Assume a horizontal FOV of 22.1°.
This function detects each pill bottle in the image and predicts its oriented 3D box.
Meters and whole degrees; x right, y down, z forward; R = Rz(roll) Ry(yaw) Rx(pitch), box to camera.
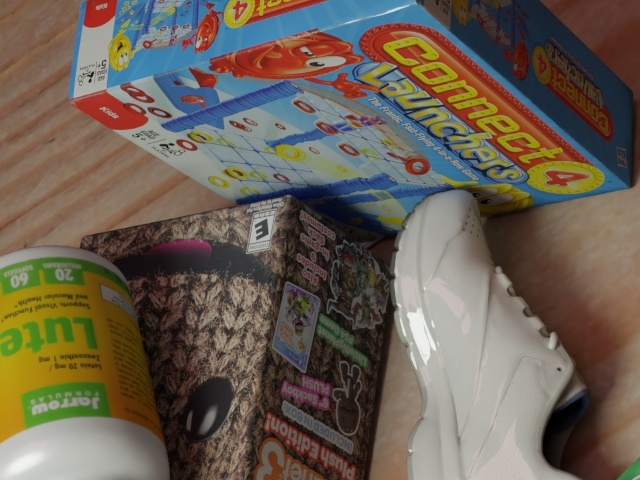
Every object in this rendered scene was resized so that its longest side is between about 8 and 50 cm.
[{"bbox_3d":[-0.182,0.135,1.162,0.136,0.136,0.245,-35,47,19],"label":"pill bottle"}]

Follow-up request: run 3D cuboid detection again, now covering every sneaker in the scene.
[{"bbox_3d":[0.127,0.091,1.177,0.129,0.111,0.297,-17,59,18],"label":"sneaker"}]

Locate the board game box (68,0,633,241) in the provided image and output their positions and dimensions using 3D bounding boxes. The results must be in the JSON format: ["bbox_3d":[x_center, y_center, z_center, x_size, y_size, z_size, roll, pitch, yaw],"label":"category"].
[{"bbox_3d":[0.029,-0.107,1.213,0.302,0.308,0.086,-11,62,35],"label":"board game box"}]

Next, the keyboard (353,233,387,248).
[{"bbox_3d":[0.000,0.000,1.398,0.256,0.014,0.072,-35,45,20],"label":"keyboard"}]

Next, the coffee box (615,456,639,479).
[{"bbox_3d":[0.225,0.196,1.046,0.184,0.040,0.113,-47,43,8],"label":"coffee box"}]

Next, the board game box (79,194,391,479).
[{"bbox_3d":[-0.092,0.138,1.285,0.232,0.141,0.291,-11,59,36],"label":"board game box"}]
